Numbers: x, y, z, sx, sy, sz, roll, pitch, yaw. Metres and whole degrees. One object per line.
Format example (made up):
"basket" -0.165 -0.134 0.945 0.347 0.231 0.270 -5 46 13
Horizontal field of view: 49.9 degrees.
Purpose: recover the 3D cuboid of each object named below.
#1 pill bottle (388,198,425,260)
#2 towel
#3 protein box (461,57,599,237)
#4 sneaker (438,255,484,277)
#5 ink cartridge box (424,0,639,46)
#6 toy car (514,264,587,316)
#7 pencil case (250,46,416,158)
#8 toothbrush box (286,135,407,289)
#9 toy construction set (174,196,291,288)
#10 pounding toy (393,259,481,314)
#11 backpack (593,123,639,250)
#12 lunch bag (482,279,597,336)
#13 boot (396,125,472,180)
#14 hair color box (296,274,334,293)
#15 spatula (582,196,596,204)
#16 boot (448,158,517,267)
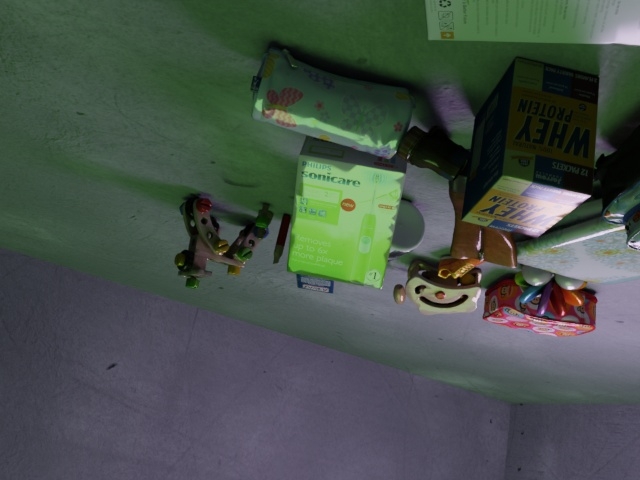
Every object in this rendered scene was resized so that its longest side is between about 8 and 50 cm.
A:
"pill bottle" 0.143 -0.006 1.679 0.130 0.130 0.246 18 159 -17
"towel" 0.622 0.001 1.470 0.321 0.090 0.374 16 158 -27
"protein box" 0.328 -0.139 1.092 0.136 0.201 0.200 12 161 -3
"sneaker" 0.385 0.068 1.848 0.064 0.067 0.175 22 157 -22
"ink cartridge box" 0.266 -0.338 0.780 0.307 0.072 0.303 4 158 14
"toy car" 0.599 0.131 1.796 0.182 0.136 0.159 7 161 13
"pencil case" 0.017 -0.229 1.155 0.273 0.124 0.113 16 -174 -9
"toothbrush box" 0.052 -0.060 1.395 0.206 0.122 0.283 11 124 3
"toy construction set" -0.245 0.032 1.846 0.309 0.237 0.257 1 158 26
"pounding toy" 0.334 0.112 1.999 0.270 0.155 0.154 -6 127 19
"backpack" 0.612 -0.091 1.088 0.264 0.213 0.276 3 159 -9
"lunch bag" 0.634 0.209 2.021 0.293 0.120 0.258 12 161 -4
"boot" 0.213 -0.142 1.197 0.106 0.082 0.219 36 -158 17
"hair color box" 0.000 0.000 1.714 0.105 0.173 0.347 9 161 3
"spatula" 0.527 -0.060 1.479 0.168 0.019 0.242 -6 154 39
"boot" 0.386 -0.030 1.387 0.264 0.096 0.280 6 139 19
